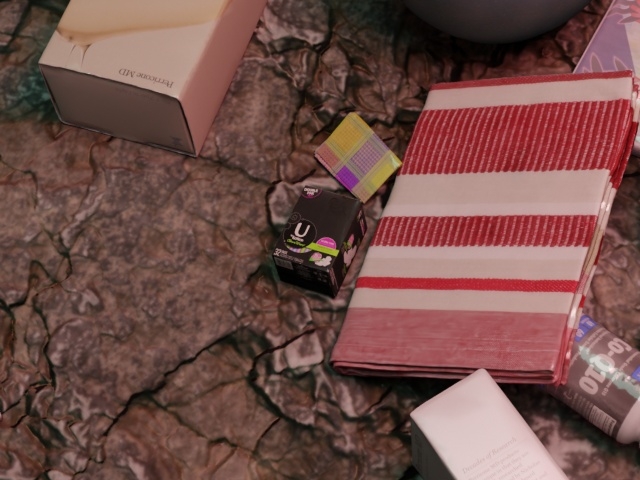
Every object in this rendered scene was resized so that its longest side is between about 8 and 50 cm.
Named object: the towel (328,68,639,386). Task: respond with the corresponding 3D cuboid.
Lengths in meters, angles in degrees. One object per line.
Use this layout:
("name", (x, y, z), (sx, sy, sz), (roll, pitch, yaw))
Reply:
("towel", (0.157, -0.015, 1.463), (0.237, 0.037, 0.329), (1, 57, 35))

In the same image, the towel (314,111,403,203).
("towel", (0.037, -0.082, 1.558), (0.060, 0.009, 0.083), (-47, 63, 8))

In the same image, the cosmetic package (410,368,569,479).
("cosmetic package", (0.169, 0.234, 1.321), (0.085, 0.117, 0.231), (-31, 62, -13))

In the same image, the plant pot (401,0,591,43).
("plant pot", (0.176, -0.308, 1.575), (0.290, 0.195, 0.290), (-2, 60, 4))

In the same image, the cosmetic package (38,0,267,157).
("cosmetic package", (-0.149, -0.255, 1.626), (0.160, 0.113, 0.309), (14, 62, 13))

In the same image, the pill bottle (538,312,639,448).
("pill bottle", (0.262, 0.130, 1.391), (0.137, 0.078, 0.078), (35, 69, 21))

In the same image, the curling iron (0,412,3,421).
("curling iron", (-0.419, 0.213, 1.433), (0.274, 0.035, 0.068), (-25, 62, -8))

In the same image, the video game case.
("video game case", (0.358, -0.155, 1.572), (0.201, 0.023, 0.183), (24, 66, 17))

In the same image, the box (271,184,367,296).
("box", (0.000, 0.000, 1.502), (0.062, 0.052, 0.083), (17, 63, 18))
